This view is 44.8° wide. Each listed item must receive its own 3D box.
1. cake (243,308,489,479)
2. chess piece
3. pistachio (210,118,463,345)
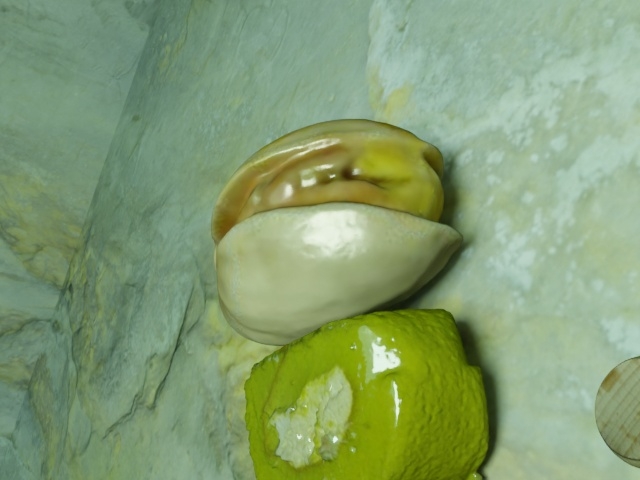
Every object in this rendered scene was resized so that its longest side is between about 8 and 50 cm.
[{"bbox_3d":[0.042,0.175,0.751,0.260,0.156,0.179,-35,63,51],"label":"cake"},{"bbox_3d":[0.243,0.126,0.571,0.083,0.038,0.084,-32,51,49],"label":"chess piece"},{"bbox_3d":[0.000,0.000,0.841,0.308,0.230,0.230,-25,53,29],"label":"pistachio"}]
